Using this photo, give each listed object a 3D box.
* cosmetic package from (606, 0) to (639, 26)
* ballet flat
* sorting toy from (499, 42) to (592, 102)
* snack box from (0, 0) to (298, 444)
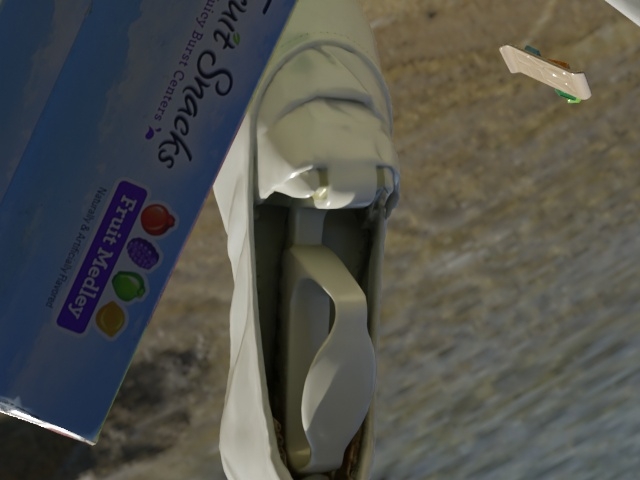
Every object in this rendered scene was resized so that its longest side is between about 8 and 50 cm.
[{"bbox_3d":[0.157,-0.196,0.679,0.151,0.184,0.151,-8,135,-59],"label":"cosmetic package"},{"bbox_3d":[0.000,0.000,0.984,0.139,0.400,0.139,1,-171,0],"label":"ballet flat"},{"bbox_3d":[0.163,-0.118,1.047,0.012,0.062,0.083,-65,160,-4],"label":"sorting toy"},{"bbox_3d":[-0.067,-0.061,0.427,0.070,0.207,0.174,24,96,-18],"label":"snack box"}]
